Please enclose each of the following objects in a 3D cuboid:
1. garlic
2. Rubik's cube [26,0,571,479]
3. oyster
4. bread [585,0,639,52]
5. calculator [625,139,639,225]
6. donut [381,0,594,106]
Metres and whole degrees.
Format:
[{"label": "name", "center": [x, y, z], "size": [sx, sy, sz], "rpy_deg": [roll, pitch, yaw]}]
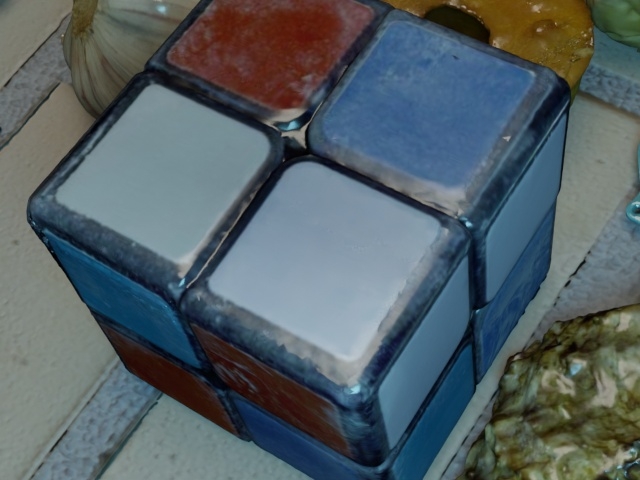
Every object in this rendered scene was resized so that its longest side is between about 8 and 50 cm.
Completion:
[{"label": "garlic", "center": [-0.132, -0.213, 1.202], "size": [0.253, 0.245, 0.245], "rpy_deg": [17, 57, -25]}, {"label": "Rubik's cube", "center": [0.000, 0.000, 0.982], "size": [0.313, 0.318, 0.316], "rpy_deg": [27, 66, 21]}, {"label": "oyster", "center": [0.240, 0.150, 0.993], "size": [0.204, 0.111, 0.396], "rpy_deg": [32, 73, 25]}, {"label": "bread", "center": [0.446, -0.312, 1.169], "size": [0.388, 0.236, 0.183], "rpy_deg": [-5, 77, -7]}, {"label": "calculator", "center": [0.488, -0.041, 1.099], "size": [0.386, 0.054, 0.256], "rpy_deg": [-4, 61, 6]}, {"label": "donut", "center": [0.136, -0.184, 1.176], "size": [0.277, 0.108, 0.277], "rpy_deg": [-2, 55, 3]}]
